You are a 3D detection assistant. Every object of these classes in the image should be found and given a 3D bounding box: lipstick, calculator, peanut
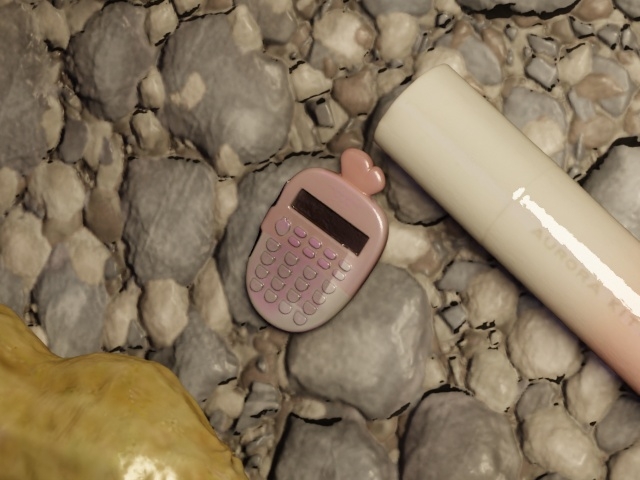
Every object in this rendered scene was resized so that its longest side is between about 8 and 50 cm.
[{"bbox_3d":[0.184,0.002,1.368,0.327,0.087,0.087,44,104,14],"label":"lipstick"},{"bbox_3d":[0.000,0.000,1.468,0.103,0.024,0.166,37,104,16],"label":"calculator"},{"bbox_3d":[-0.211,0.171,1.468,0.387,0.169,0.192,27,93,18],"label":"peanut"}]
